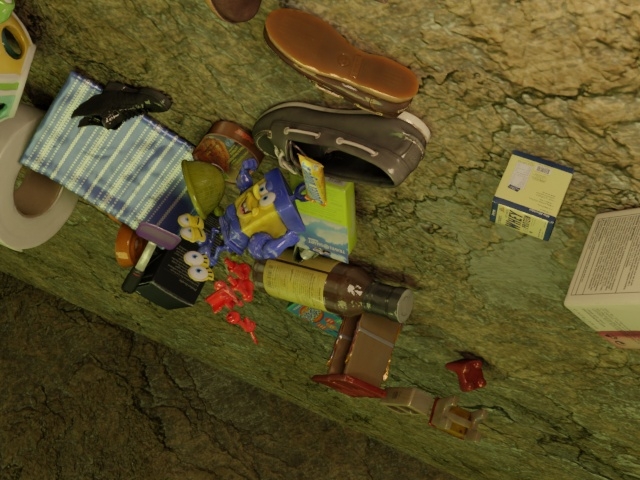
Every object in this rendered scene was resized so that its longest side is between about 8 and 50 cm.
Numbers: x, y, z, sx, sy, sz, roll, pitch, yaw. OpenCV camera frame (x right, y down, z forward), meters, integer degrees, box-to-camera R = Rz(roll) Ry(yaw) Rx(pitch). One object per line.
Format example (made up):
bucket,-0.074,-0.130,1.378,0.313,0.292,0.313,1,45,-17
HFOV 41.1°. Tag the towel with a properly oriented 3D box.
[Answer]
towel,-0.369,-0.137,1.596,0.336,0.040,0.243,33,125,-17

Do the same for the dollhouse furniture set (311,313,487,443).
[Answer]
dollhouse furniture set,0.192,0.283,1.876,0.374,0.201,0.152,28,160,-21

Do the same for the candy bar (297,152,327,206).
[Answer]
candy bar,-0.010,-0.087,1.240,0.040,0.018,0.161,25,164,11

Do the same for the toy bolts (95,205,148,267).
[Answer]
toy bolts,-0.445,-0.075,1.777,0.158,0.218,0.229,6,147,15

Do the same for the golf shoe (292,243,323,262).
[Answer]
golf shoe,0.000,0.000,1.577,0.069,0.086,0.176,33,157,-10

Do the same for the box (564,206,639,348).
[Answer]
box,0.445,0.044,1.052,0.126,0.149,0.232,36,158,-24

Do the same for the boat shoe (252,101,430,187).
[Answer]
boat shoe,0.004,-0.132,1.239,0.335,0.096,0.112,6,151,44

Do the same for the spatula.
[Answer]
spatula,-0.354,0.040,1.702,0.084,0.030,0.296,26,141,-12

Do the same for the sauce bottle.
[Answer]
sauce bottle,0.023,0.094,1.735,0.344,0.111,0.111,15,157,33

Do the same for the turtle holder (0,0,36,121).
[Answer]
turtle holder,-0.579,-0.321,1.371,0.227,0.243,0.320,19,123,-21

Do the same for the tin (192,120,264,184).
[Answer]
tin,-0.159,-0.150,1.481,0.106,0.040,0.189,36,157,-12

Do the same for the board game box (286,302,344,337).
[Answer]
board game box,0.035,0.181,2.016,0.210,0.047,0.160,30,159,-7

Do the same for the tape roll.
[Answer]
tape roll,-0.601,-0.128,1.717,0.100,0.286,0.286,20,158,18

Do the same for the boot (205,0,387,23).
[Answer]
boot,-0.025,-0.288,0.910,0.206,0.090,0.248,26,156,9

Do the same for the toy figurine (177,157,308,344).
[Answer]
toy figurine,-0.094,-0.037,1.413,0.191,0.217,0.363,51,-167,-39

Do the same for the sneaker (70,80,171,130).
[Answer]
sneaker,-0.340,-0.220,1.456,0.170,0.089,0.051,17,157,26

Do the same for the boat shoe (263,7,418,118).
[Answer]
boat shoe,0.019,-0.213,1.064,0.206,0.073,0.073,29,157,-5

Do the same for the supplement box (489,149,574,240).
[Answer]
supplement box,0.273,-0.058,1.107,0.083,0.083,0.056,21,159,16

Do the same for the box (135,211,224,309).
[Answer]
box,-0.303,0.036,1.851,0.108,0.207,0.153,33,159,-23

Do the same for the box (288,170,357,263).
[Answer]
box,0.006,-0.047,1.454,0.109,0.042,0.178,19,142,20
